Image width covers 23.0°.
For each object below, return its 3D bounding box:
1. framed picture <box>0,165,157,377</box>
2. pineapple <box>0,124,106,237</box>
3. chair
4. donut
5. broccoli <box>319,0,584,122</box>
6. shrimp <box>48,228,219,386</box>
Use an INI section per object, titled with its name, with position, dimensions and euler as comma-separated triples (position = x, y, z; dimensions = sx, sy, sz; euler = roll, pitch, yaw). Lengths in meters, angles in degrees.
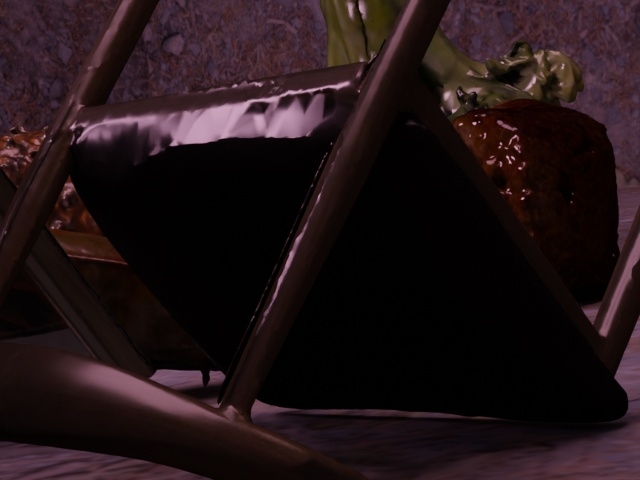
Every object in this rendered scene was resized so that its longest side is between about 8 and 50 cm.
[framed picture]
position = -0.218, -0.021, 0.611
dimensions = 0.216, 0.273, 0.016
euler = -11, 39, 30
[pineapple]
position = -0.329, 0.001, 1.212
dimensions = 0.364, 0.165, 0.165
euler = -10, 4, -26
[chair]
position = 0.000, 0.000, 0.533
dimensions = 0.188, 0.166, 0.272
euler = -3, 47, 42
[donut]
position = 0.134, -0.022, 0.968
dimensions = 0.144, 0.126, 0.187
euler = 6, 11, 44
[broccoli]
position = 0.075, -0.099, 1.293
dimensions = 0.288, 0.245, 0.248
euler = -5, 9, 17
[shrimp]
position = -0.126, 0.041, 0.730
dimensions = 0.296, 0.058, 0.169
euler = 12, -26, -10
